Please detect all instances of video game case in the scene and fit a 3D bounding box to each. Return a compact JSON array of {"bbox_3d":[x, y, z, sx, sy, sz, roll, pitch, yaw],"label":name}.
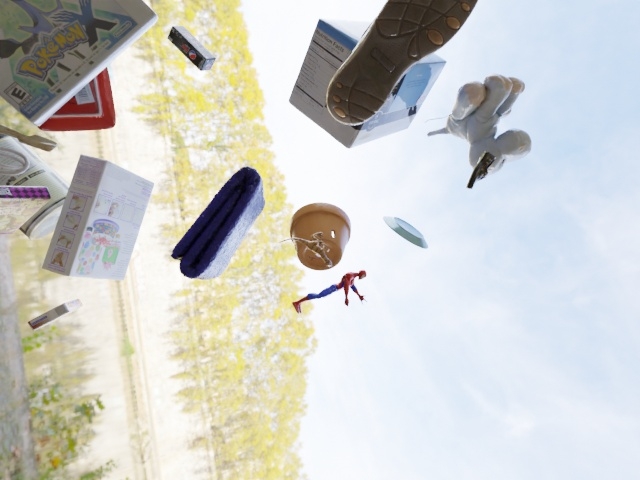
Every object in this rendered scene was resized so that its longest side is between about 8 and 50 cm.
[{"bbox_3d":[-0.545,-0.440,0.798,0.300,0.329,0.036,44,-10,-13],"label":"video game case"},{"bbox_3d":[-0.832,-0.069,1.023,0.210,0.232,0.041,-28,-97,24],"label":"video game case"}]

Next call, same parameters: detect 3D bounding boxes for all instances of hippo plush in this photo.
[{"bbox_3d":[0.482,-0.320,1.226,0.234,0.295,0.236,24,46,-68],"label":"hippo plush"}]

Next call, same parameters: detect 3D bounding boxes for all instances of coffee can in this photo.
[{"bbox_3d":[-0.913,-0.166,1.287,0.275,0.201,0.202,47,-23,-9],"label":"coffee can"}]

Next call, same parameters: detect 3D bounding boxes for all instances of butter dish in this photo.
[{"bbox_3d":[-0.564,-0.322,0.965,0.118,0.160,0.159,177,-96,-68],"label":"butter dish"}]

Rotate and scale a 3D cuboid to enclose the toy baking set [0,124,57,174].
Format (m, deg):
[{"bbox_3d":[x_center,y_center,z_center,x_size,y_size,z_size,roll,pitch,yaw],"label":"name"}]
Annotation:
[{"bbox_3d":[-0.574,-0.146,0.650,0.197,0.256,0.030,38,-51,18],"label":"toy baking set"}]

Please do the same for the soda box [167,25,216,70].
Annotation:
[{"bbox_3d":[-0.452,-0.676,1.471,0.169,0.060,0.053,45,-53,0],"label":"soda box"}]

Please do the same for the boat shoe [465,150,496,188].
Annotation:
[{"bbox_3d":[0.435,-0.188,1.135,0.042,0.133,0.048,30,-22,15],"label":"boat shoe"}]

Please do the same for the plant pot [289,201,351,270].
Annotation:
[{"bbox_3d":[0.000,0.000,1.901,0.203,0.292,0.290,-90,-168,-48],"label":"plant pot"}]

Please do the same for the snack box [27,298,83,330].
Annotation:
[{"bbox_3d":[-0.514,0.142,0.821,0.022,0.064,0.178,61,-22,-7],"label":"snack box"}]

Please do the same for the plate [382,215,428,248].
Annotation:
[{"bbox_3d":[0.299,-0.037,1.445,0.024,0.188,0.188,-56,-139,20],"label":"plate"}]

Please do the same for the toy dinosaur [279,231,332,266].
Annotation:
[{"bbox_3d":[-0.033,0.015,1.564,0.212,0.112,0.064,32,-49,6],"label":"toy dinosaur"}]

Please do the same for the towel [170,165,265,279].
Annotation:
[{"bbox_3d":[-0.196,-0.028,0.848,0.227,0.076,0.308,-60,-176,-7],"label":"towel"}]

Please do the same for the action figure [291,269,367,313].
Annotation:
[{"bbox_3d":[0.056,0.206,1.481,0.138,0.281,0.091,59,1,7],"label":"action figure"}]

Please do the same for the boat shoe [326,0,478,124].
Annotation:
[{"bbox_3d":[0.129,-0.346,0.720,0.324,0.123,0.116,-41,-161,18],"label":"boat shoe"}]

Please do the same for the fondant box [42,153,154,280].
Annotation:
[{"bbox_3d":[-0.636,-0.055,1.225,0.238,0.096,0.329,42,62,-78],"label":"fondant box"}]

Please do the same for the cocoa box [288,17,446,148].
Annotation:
[{"bbox_3d":[0.132,-0.429,1.123,0.231,0.347,0.227,41,-49,16],"label":"cocoa box"}]
